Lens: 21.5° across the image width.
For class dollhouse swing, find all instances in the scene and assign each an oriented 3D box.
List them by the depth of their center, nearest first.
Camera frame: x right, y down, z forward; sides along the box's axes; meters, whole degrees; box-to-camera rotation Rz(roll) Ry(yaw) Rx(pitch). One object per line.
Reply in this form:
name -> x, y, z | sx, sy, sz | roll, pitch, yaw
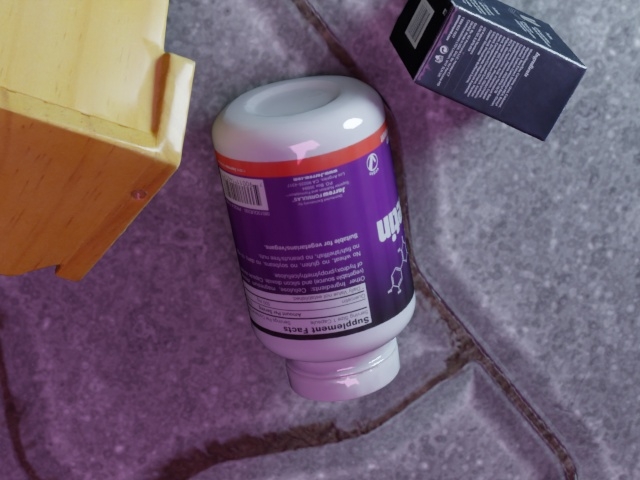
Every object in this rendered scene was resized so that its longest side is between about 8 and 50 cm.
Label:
dollhouse swing -> -0.332, -0.193, 1.639 | 0.347, 0.305, 0.315 | 16, 140, -29

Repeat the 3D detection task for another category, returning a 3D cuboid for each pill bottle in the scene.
pill bottle -> 0.000, 0.000, 1.784 | 0.181, 0.181, 0.323 | -12, 114, -2

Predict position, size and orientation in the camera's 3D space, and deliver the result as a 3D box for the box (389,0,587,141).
box -> 0.169, -0.193, 1.739 | 0.158, 0.156, 0.093 | 22, 109, -16
